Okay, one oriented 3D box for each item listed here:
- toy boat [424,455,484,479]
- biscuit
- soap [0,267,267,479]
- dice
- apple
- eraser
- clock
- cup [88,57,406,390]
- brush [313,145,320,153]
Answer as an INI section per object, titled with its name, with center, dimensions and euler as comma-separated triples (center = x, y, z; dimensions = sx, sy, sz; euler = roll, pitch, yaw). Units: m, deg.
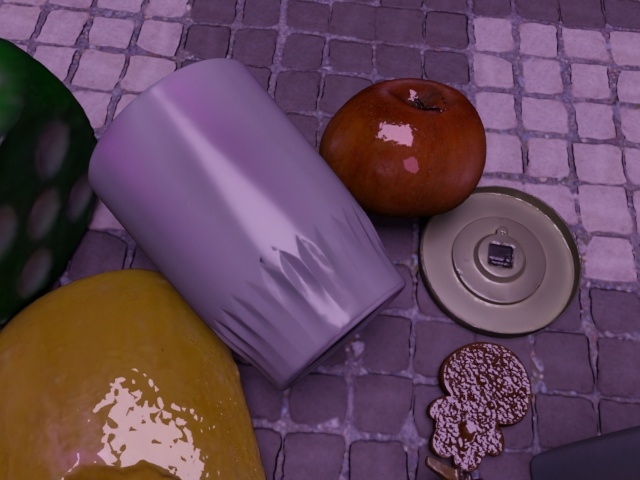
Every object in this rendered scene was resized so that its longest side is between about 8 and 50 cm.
[toy boat]
center = 0.239, 0.358, 0.692
dimensions = 0.310, 0.115, 0.089
euler = 33, 65, 12
[biscuit]
center = 0.203, 0.213, 0.807
dimensions = 0.124, 0.026, 0.175
euler = 31, 67, 13
[soap]
center = -0.234, 0.230, 0.730
dimensions = 0.305, 0.115, 0.428
euler = -23, 68, -9
[dice]
center = -0.475, -0.077, 0.766
dimensions = 0.296, 0.287, 0.300
euler = 19, 65, 6
[apple]
center = 0.117, -0.133, 0.861
dimensions = 0.234, 0.173, 0.210
euler = -18, 48, -37
[eraser]
center = 0.368, 0.247, 0.654
dimensions = 0.188, 0.290, 0.104
euler = -3, 66, -5
[clock]
center = 0.260, 0.026, 0.894
dimensions = 0.234, 0.029, 0.235
euler = 1, 65, -2
[cup]
center = -0.085, -0.022, 0.766
dimensions = 0.253, 0.253, 0.372
euler = -38, 78, -18
[brush]
center = -0.107, -0.131, 0.952
dimensions = 0.298, 0.039, 0.042
euler = 2, 61, 2
